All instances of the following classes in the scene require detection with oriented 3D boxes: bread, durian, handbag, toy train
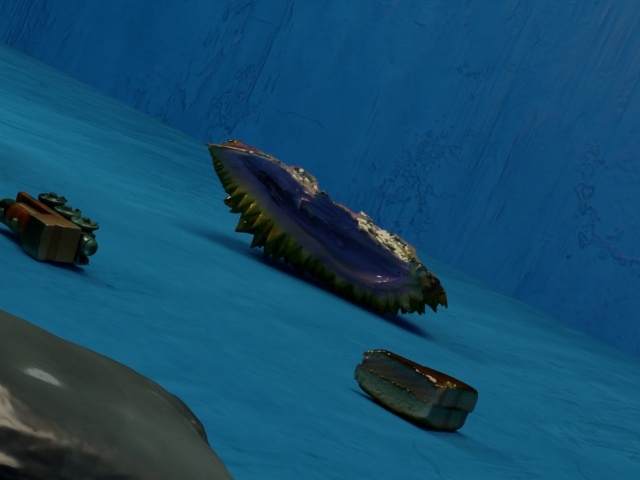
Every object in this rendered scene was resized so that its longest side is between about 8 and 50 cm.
[{"bbox_3d":[0.083,0.126,1.299,0.109,0.043,0.062,24,4,-13],"label":"bread"},{"bbox_3d":[0.001,0.000,1.917,0.341,0.112,0.191,33,-4,3],"label":"durian"},{"bbox_3d":[-0.171,0.063,0.667,0.332,0.075,0.191,25,7,-27],"label":"handbag"},{"bbox_3d":[-0.228,-0.011,1.307,0.064,0.044,0.103,5,17,-42],"label":"toy train"}]
